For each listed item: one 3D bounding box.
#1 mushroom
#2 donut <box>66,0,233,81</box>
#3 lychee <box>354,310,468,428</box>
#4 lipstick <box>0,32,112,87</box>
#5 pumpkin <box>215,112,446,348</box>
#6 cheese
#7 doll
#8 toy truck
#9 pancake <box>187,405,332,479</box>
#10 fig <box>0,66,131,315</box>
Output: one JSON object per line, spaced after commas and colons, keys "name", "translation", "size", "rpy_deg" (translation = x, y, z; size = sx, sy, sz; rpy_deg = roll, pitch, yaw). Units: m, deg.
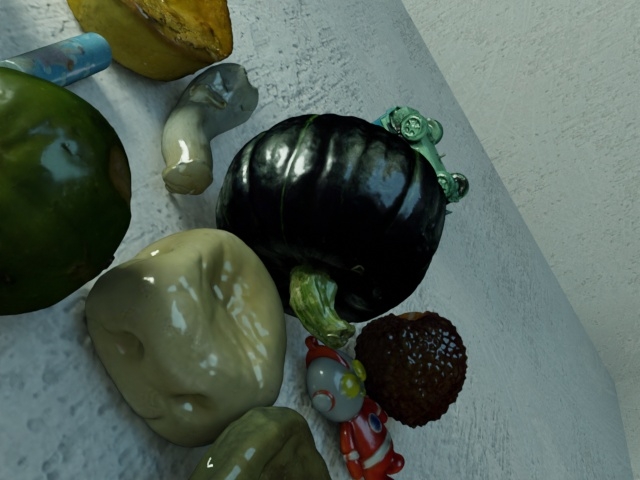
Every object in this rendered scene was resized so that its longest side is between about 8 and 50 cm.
{"name": "mushroom", "translation": [-0.159, -0.162, 0.893], "size": [0.096, 0.099, 0.278], "rpy_deg": [40, 37, -19]}
{"name": "donut", "translation": [-0.240, -0.342, 0.881], "size": [0.277, 0.109, 0.277], "rpy_deg": [42, 33, -37]}
{"name": "lychee", "translation": [0.141, 0.201, 1.018], "size": [0.188, 0.188, 0.188], "rpy_deg": [43, 33, -36]}
{"name": "lipstick", "translation": [-0.292, -0.193, 0.717], "size": [0.048, 0.048, 0.158], "rpy_deg": [56, 27, -15]}
{"name": "pumpkin", "translation": [0.000, 0.000, 0.818], "size": [0.296, 0.296, 0.295], "rpy_deg": [43, 33, -36]}
{"name": "cheese", "translation": [-0.131, 0.089, 0.674], "size": [0.218, 0.117, 0.235], "rpy_deg": [23, 46, -51]}
{"name": "doll", "translation": [0.043, 0.237, 0.907], "size": [0.245, 0.076, 0.142], "rpy_deg": [64, 25, -8]}
{"name": "toy truck", "translation": [0.234, -0.185, 1.552], "size": [0.155, 0.156, 0.278], "rpy_deg": [-8, 74, -63]}
{"name": "pancake", "translation": [-0.059, 0.302, 0.609], "size": [0.294, 0.050, 0.294], "rpy_deg": [3, 86, -59]}
{"name": "fig", "translation": [-0.248, -0.025, 0.538], "size": [0.245, 0.196, 0.195], "rpy_deg": [95, -20, -68]}
